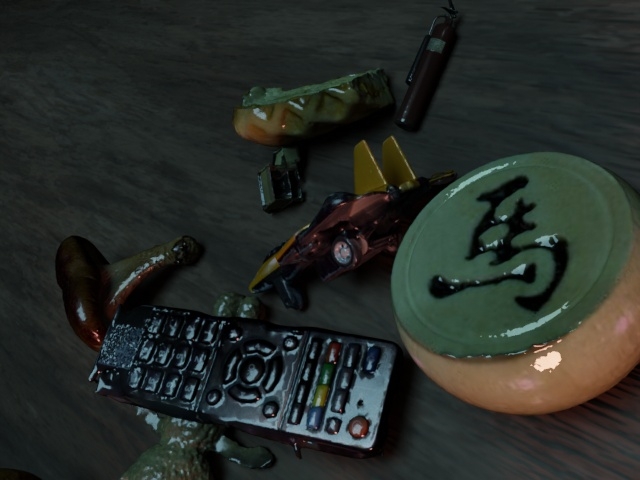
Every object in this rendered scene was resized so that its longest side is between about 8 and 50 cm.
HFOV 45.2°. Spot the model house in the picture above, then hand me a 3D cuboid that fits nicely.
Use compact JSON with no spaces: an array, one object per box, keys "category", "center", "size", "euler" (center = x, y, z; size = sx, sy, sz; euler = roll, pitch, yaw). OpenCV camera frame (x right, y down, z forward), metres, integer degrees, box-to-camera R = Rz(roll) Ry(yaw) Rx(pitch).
[{"category":"model house","center":[-0.058,-0.085,1.070],"size":[0.058,0.057,0.083],"euler":[-33,65,61]}]

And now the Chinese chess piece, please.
[{"category":"Chinese chess piece","center":[0.184,0.034,0.702],"size":[0.250,0.101,0.250],"euler":[-24,41,23]}]

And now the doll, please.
[{"category":"doll","center":[-0.159,0.212,0.981],"size":[0.202,0.091,0.286],"euler":[-7,72,4]}]

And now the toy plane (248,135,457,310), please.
[{"category":"toy plane","center":[0.006,0.011,0.914],"size":[0.316,0.204,0.103],"euler":[-46,70,41]}]

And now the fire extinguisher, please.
[{"category":"fire extinguisher","center":[0.134,-0.221,0.974],"size":[0.049,0.035,0.173],"euler":[158,135,-82]}]

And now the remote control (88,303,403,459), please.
[{"category":"remote control","center":[-0.095,0.161,0.899],"size":[0.398,0.062,0.145],"euler":[6,67,28]}]

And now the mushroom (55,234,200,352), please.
[{"category":"mushroom","center":[-0.285,0.044,1.177],"size":[0.217,0.148,0.227],"euler":[-34,57,2]}]

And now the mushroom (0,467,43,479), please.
[{"category":"mushroom","center":[-0.430,0.429,1.001],"size":[0.254,0.267,0.267],"euler":[-43,46,29]}]

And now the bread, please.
[{"category":"bread","center":[-0.013,-0.179,1.042],"size":[0.232,0.088,0.128],"euler":[-5,24,35]}]
